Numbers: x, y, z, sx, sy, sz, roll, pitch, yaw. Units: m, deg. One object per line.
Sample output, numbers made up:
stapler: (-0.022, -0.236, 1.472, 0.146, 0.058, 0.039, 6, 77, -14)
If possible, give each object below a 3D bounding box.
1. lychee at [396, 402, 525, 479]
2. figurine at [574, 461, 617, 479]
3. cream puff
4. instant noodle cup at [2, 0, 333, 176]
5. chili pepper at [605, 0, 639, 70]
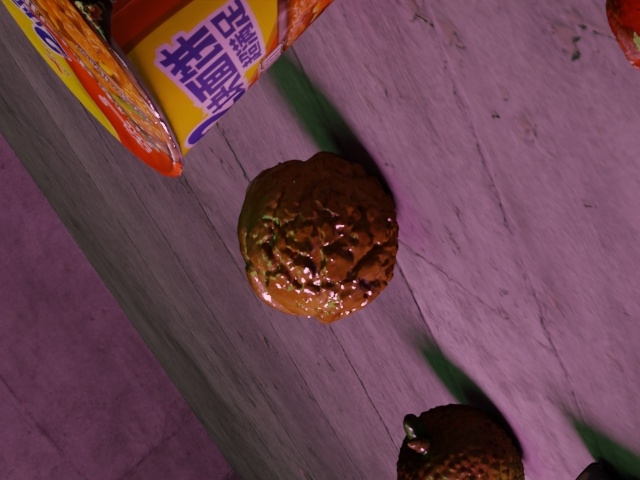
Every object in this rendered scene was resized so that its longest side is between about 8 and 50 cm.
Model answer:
lychee: (0.124, 0.204, 1.522, 0.146, 0.114, 0.114, 36, 177, -35)
figurine: (0.245, 0.303, 1.329, 0.222, 0.145, 0.145, 60, 165, -21)
cream puff: (0.004, -0.002, 1.306, 0.103, 0.126, 0.144, 11, 151, 46)
instant noodle cup: (-0.090, -0.171, 1.017, 0.213, 0.174, 0.213, 47, 168, 13)
chili pepper: (0.147, -0.109, 0.639, 0.123, 0.073, 0.070, 88, -178, -67)
